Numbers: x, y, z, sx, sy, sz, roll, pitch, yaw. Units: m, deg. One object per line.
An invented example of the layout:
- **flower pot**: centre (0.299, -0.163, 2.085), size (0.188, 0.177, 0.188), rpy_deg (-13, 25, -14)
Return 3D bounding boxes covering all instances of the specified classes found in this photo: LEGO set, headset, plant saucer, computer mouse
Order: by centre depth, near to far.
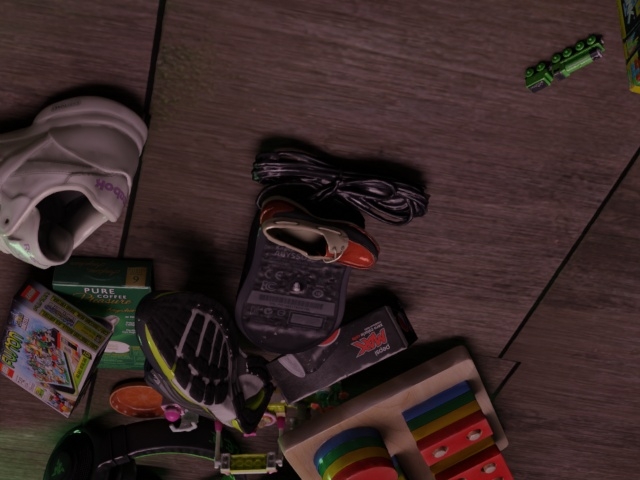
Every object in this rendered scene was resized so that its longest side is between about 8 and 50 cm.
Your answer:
- **computer mouse**: centre (-0.011, 0.009, 1.432), size (0.188, 0.072, 0.272), rpy_deg (13, 129, -12)
- **LEGO set**: centre (-0.053, 0.216, 1.668), size (0.287, 0.107, 0.132), rpy_deg (-16, 140, 21)
- **plant saucer**: centre (-0.231, 0.204, 1.734), size (0.083, 0.013, 0.083), rpy_deg (0, 144, 0)
- **headset**: centre (-0.289, 0.376, 1.823), size (0.394, 0.185, 0.243), rpy_deg (-20, 139, 10)

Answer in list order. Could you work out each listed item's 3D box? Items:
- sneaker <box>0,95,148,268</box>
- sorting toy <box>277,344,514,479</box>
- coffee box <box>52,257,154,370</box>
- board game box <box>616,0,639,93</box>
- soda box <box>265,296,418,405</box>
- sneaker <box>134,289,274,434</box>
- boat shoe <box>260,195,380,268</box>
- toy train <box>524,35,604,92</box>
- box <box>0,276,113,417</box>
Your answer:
- **sneaker**: centre (-0.308, -0.036, 1.299), size (0.305, 0.152, 0.114), rpy_deg (-20, 141, 27)
- **sorting toy**: centre (0.111, 0.280, 1.688), size (0.255, 0.089, 0.257), rpy_deg (-27, 143, 1)
- **coffee box**: centre (-0.245, 0.088, 1.554), size (0.113, 0.040, 0.184), rpy_deg (2, 144, -1)
- **board game box**: centre (0.335, -0.169, 1.118), size (0.170, 0.141, 0.048), rpy_deg (13, 144, -16)
- **soda box**: centre (0.025, 0.129, 1.558), size (0.169, 0.060, 0.053), rpy_deg (-28, 179, 20)
- **sneaker**: centre (-0.153, 0.138, 1.505), size (0.121, 0.111, 0.300), rpy_deg (9, 156, 21)
- **boat shoe**: centre (0.000, 0.000, 1.348), size (0.137, 0.043, 0.049), rpy_deg (25, 124, -22)
- **toy train**: centre (0.223, -0.160, 1.229), size (0.083, 0.024, 0.017), rpy_deg (-26, 136, 32)
- **box**: centre (-0.313, 0.128, 1.554), size (0.114, 0.036, 0.207), rpy_deg (33, 147, 0)
